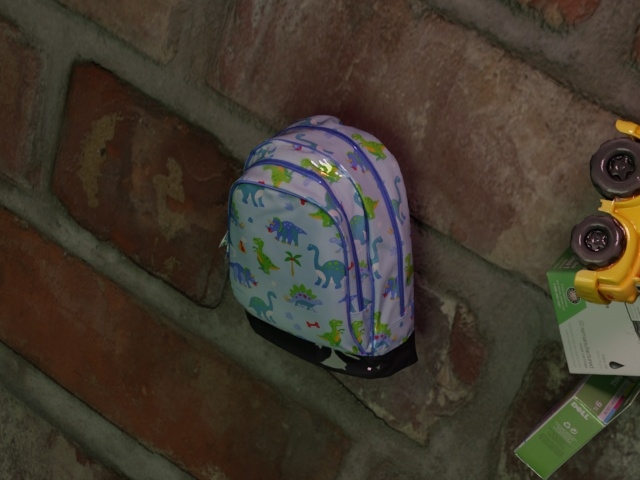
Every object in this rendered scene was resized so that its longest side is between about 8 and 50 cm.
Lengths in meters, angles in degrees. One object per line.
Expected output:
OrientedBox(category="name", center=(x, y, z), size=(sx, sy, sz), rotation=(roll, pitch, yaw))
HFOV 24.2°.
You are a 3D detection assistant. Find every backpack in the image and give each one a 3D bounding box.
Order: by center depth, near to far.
OrientedBox(category="backpack", center=(0.000, 0.000, 2.140), size=(0.290, 0.273, 0.355), rotation=(25, 116, 32))

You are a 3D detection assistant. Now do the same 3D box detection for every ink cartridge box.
OrientedBox(category="ink cartridge box", center=(0.427, 0.091, 1.956), size=(0.219, 0.092, 0.160), rotation=(-1, 115, 37))
OrientedBox(category="ink cartridge box", center=(0.367, 0.234, 2.073), size=(0.062, 0.109, 0.209), rotation=(43, 133, 7))

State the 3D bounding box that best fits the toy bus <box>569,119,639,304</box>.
OrientedBox(category="toy bus", center=(0.427, -0.015, 1.816), size=(0.212, 0.149, 0.220), rotation=(15, 83, 22))
